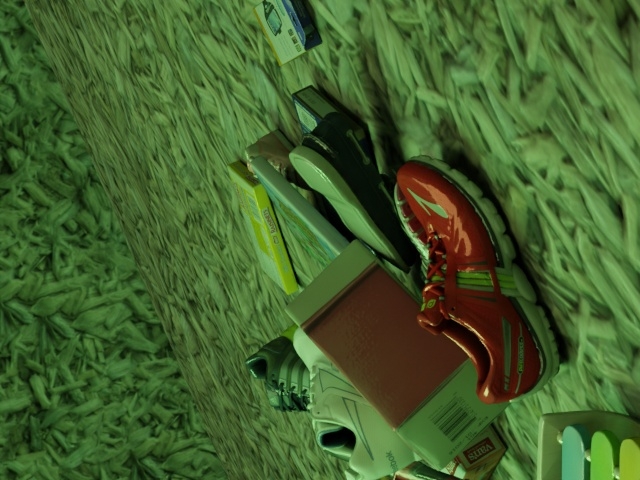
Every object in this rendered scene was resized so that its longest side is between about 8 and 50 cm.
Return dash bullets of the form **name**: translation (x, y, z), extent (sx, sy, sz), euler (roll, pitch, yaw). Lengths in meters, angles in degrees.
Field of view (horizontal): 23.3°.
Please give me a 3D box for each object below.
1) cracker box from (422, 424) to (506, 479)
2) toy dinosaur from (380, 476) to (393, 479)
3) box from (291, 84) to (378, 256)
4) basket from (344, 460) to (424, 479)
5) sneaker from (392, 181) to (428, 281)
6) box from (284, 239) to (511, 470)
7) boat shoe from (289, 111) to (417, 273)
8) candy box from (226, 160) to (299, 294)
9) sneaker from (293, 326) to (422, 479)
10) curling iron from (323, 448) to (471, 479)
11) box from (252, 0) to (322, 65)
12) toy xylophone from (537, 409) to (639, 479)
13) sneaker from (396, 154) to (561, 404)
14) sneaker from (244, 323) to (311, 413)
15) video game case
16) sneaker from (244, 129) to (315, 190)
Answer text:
- **cracker box**: translation (0.141, 0.211, 2.014), extent (0.232, 0.067, 0.156), euler (57, 164, 19)
- **toy dinosaur**: translation (0.091, 0.299, 2.057), extent (0.211, 0.064, 0.112), euler (-102, 14, -54)
- **box**: translation (0.033, -0.073, 1.949), extent (0.136, 0.036, 0.225), euler (45, 157, 49)
- **basket**: translation (0.124, 0.404, 2.327), extent (0.113, 0.103, 0.167), euler (28, 143, 64)
- **sneaker**: translation (0.129, 0.008, 1.718), extent (0.170, 0.063, 0.075), euler (56, 158, 7)
- **box**: translation (0.091, 0.135, 1.832), extent (0.232, 0.127, 0.148), euler (45, 179, 38)
- **boat shoe**: translation (0.054, -0.053, 1.814), extent (0.095, 0.079, 0.254), euler (26, 164, 48)
- **candy box**: translation (-0.091, -0.020, 2.465), extent (0.105, 0.027, 0.206), euler (45, 156, 56)
- **sneaker**: translation (0.031, 0.194, 1.976), extent (0.297, 0.129, 0.111), euler (44, 157, 51)
- **curling iron**: translation (0.113, 0.295, 1.948), extent (0.274, 0.035, 0.068), euler (11, 151, 35)
- **box**: translation (-0.039, -0.262, 1.888), extent (0.081, 0.028, 0.136), euler (64, 162, -6)
- **toy xylophone**: translation (0.313, 0.285, 1.441), extent (0.322, 0.081, 0.236), euler (-166, 70, -67)
- **sneaker**: translation (0.145, 0.042, 1.615), extent (0.279, 0.118, 0.107), euler (61, 164, 5)
- **sneaker**: translation (-0.018, 0.243, 2.487), extent (0.300, 0.121, 0.111), euler (39, 153, 56)
- **video game case**: translation (0.000, 0.000, 2.089), extent (0.212, 0.023, 0.193), euler (46, 172, 36)
- **sneaker**: translation (-0.057, -0.099, 2.142), extent (0.134, 0.070, 0.051), euler (47, 156, 43)
